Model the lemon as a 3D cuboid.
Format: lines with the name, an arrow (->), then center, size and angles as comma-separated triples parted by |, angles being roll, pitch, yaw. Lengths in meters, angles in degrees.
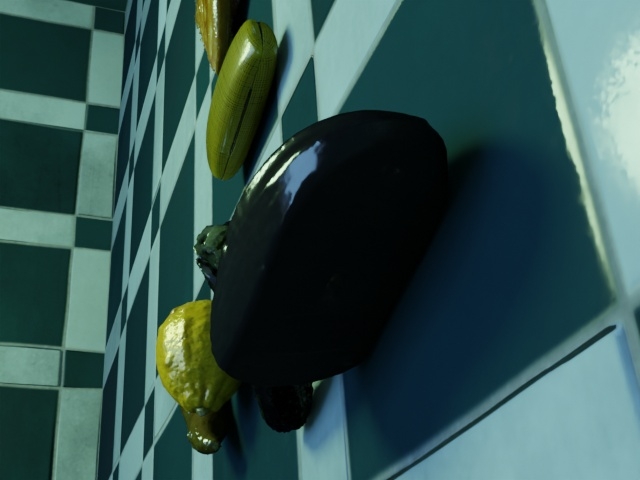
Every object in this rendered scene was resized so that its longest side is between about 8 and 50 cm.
lemon -> -0.145, 0.143, 1.088 | 0.114, 0.114, 0.155 | 117, 149, -47

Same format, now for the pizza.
pizza -> -0.163, -0.372, 1.414 | 0.193, 0.053, 0.200 | -135, 43, -66

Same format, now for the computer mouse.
computer mouse -> 0.000, 0.000, 0.657 | 0.086, 0.138, 0.269 | 66, 145, 41

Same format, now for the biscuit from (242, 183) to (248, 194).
biscuit -> -0.031, -0.004, 0.881 | 0.239, 0.062, 0.108 | -168, 83, -73

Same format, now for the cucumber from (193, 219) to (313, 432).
cucumber -> -0.045, 0.091, 0.787 | 0.067, 0.067, 0.245 | -107, -1, -51

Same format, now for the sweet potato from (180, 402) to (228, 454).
sweet potato -> -0.156, 0.213, 1.181 | 0.274, 0.067, 0.067 | -122, 42, -70

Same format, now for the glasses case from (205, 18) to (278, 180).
glasses case -> -0.106, -0.180, 1.159 | 0.234, 0.064, 0.079 | 115, 153, -43
